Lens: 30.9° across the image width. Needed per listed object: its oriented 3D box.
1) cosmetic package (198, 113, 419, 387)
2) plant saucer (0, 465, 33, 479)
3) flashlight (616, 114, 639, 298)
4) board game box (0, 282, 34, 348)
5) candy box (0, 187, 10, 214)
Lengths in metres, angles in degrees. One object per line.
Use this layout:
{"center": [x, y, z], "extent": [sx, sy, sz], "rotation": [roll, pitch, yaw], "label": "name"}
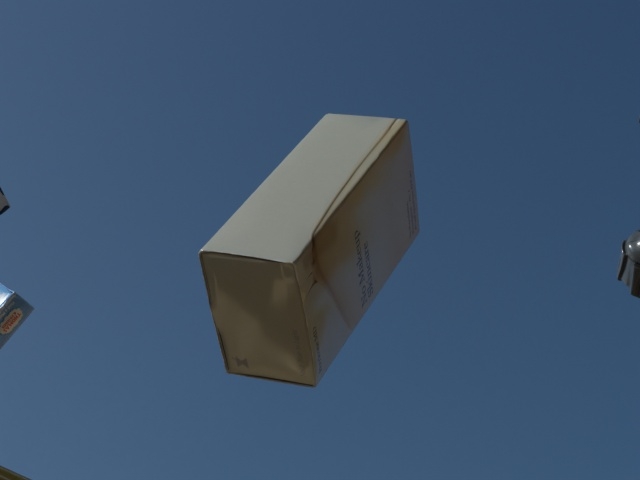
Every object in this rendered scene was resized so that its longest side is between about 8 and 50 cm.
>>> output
{"center": [0.000, 0.000, 1.264], "extent": [0.113, 0.309, 0.160], "rotation": [6, -55, 24], "label": "cosmetic package"}
{"center": [-0.397, 0.221, 1.000], "extent": [0.332, 0.081, 0.333], "rotation": [23, 2, 9], "label": "plant saucer"}
{"center": [0.403, -0.051, 1.350], "extent": [0.103, 0.103, 0.304], "rotation": [-26, -37, -20], "label": "flashlight"}
{"center": [-0.429, 0.100, 1.323], "extent": [0.039, 0.160, 0.211], "rotation": [47, -14, -35], "label": "board game box"}
{"center": [-0.545, -0.066, 1.622], "extent": [0.071, 0.233, 0.159], "rotation": [-19, -74, 19], "label": "candy box"}
